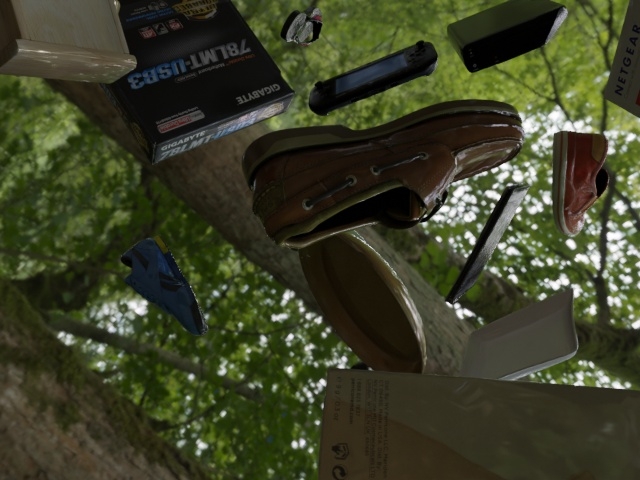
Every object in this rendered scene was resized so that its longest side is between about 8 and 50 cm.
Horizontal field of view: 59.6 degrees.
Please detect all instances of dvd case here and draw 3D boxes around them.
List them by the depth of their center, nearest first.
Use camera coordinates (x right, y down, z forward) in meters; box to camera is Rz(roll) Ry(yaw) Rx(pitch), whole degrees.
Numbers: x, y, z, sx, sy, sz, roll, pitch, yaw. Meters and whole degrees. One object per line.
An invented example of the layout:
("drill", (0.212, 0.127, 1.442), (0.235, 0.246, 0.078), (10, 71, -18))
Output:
("dvd case", (0.295, 0.001, 0.983), (0.164, 0.018, 0.221), (-16, 134, -60))

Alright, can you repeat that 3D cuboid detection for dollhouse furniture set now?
("dollhouse furniture set", (-0.371, -0.187, 0.543), (0.355, 0.174, 0.303), (-17, 180, 32))

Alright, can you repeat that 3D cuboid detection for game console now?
("game console", (0.149, -0.261, 0.804), (0.361, 0.044, 0.213), (-18, -156, 15))

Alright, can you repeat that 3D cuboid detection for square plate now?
("square plate", (0.550, 0.289, 1.547), (0.344, 0.049, 0.347), (-32, -173, 30))

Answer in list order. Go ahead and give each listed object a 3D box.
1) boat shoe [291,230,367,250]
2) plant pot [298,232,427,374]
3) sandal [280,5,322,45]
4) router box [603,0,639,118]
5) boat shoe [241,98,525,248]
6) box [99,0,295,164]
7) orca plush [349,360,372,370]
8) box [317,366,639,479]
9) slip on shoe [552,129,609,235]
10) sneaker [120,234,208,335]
("boat shoe", (0.000, 0.000, 0.811), (0.083, 0.065, 0.183), (-51, -129, 16))
("plant pot", (0.055, 0.078, 0.709), (0.032, 0.236, 0.236), (-32, -168, -21))
("sandal", (-0.024, -0.360, 0.955), (0.067, 0.040, 0.179), (-60, -179, 26))
("router box", (0.415, -0.212, 0.458), (0.082, 0.335, 0.301), (-22, -134, -14))
("boat shoe", (0.080, -0.059, 0.564), (0.307, 0.104, 0.110), (-14, 154, -14))
("box", (-0.244, -0.316, 1.003), (0.295, 0.293, 0.073), (-29, 168, -29))
("orca plush", (0.086, 0.417, 1.364), (0.102, 0.287, 0.151), (0, -142, 16))
("box", (0.156, 0.216, 0.558), (0.148, 0.311, 0.121), (85, 9, -57))
("slip on shoe", (0.523, -0.104, 1.126), (0.101, 0.331, 0.123), (1, -117, 24))
("sneaker", (-0.237, 0.077, 0.838), (0.082, 0.069, 0.209), (-28, -128, -19))
